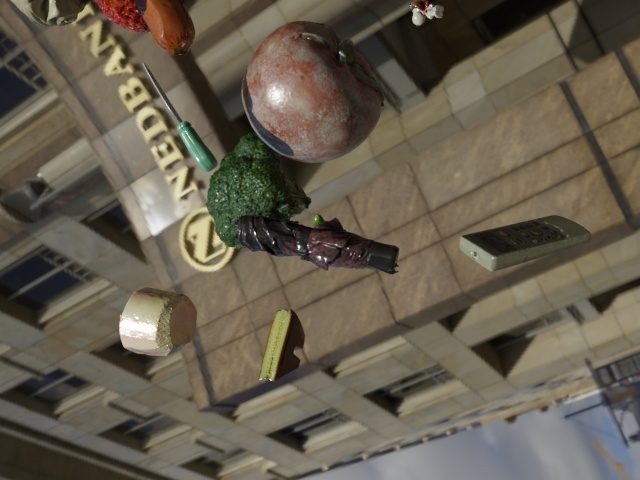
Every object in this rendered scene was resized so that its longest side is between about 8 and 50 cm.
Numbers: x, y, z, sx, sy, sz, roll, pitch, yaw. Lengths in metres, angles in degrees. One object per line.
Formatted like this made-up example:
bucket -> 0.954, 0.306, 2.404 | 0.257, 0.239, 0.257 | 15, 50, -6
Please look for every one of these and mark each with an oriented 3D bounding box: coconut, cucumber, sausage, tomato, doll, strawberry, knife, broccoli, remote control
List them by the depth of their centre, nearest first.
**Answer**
knife -> -0.290, -0.249, 1.555 | 0.260, 0.035, 0.063 | 56, -173, 0
coconut -> -0.359, 0.173, 1.671 | 0.147, 0.153, 0.147 | 5, -90, -71
remote control -> 0.446, -0.003, 1.682 | 0.123, 0.286, 0.038 | 44, 140, 52
doll -> 0.230, -0.503, 1.698 | 0.040, 0.085, 0.058 | 1, -98, -34
tomato -> -0.018, -0.325, 1.707 | 0.317, 0.283, 0.316 | 35, -147, -27
sausage -> -0.404, -0.599, 1.872 | 0.097, 0.094, 0.348 | -17, -106, -49
cucumber -> 0.000, 0.000, 2.024 | 0.037, 0.037, 0.155 | -66, -22, -62
broccoli -> -0.172, -0.128, 2.116 | 0.284, 0.321, 0.303 | 6, -110, -40
strawberry -> -0.555, -0.741, 2.265 | 0.289, 0.238, 0.250 | 16, -172, -38

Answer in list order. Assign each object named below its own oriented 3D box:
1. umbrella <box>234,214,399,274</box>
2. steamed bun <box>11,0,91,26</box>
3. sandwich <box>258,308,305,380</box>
umbrella -> -0.007, 0.009, 1.497 | 0.094, 0.326, 0.090 | -64, -17, -52
steamed bun -> -0.595, -0.563, 1.760 | 0.144, 0.218, 0.211 | 65, 171, -3
sandwich -> -0.106, 0.322, 2.306 | 0.088, 0.090, 0.244 | 38, -129, -33
